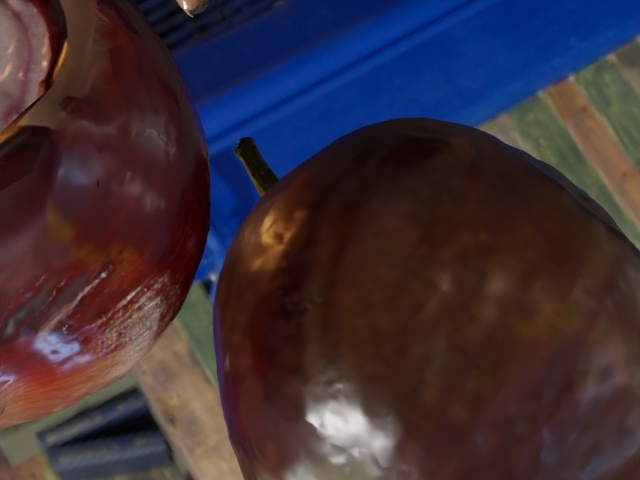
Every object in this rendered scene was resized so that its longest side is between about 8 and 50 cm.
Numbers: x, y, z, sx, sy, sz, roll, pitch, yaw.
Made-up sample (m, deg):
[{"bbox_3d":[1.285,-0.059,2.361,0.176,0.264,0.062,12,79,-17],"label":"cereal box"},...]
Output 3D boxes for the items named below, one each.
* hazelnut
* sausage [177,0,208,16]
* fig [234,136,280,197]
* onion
[{"bbox_3d":[0.095,0.113,0.940,0.352,0.421,0.421,-9,113,44],"label":"hazelnut"},{"bbox_3d":[-0.115,-0.262,0.925,0.047,0.040,0.177,-125,19,-46],"label":"sausage"},{"bbox_3d":[0.012,0.011,1.373,0.290,0.190,0.191,41,157,34],"label":"fig"},{"bbox_3d":[-0.235,-0.025,0.731,0.341,0.341,0.341,53,163,24],"label":"onion"}]
